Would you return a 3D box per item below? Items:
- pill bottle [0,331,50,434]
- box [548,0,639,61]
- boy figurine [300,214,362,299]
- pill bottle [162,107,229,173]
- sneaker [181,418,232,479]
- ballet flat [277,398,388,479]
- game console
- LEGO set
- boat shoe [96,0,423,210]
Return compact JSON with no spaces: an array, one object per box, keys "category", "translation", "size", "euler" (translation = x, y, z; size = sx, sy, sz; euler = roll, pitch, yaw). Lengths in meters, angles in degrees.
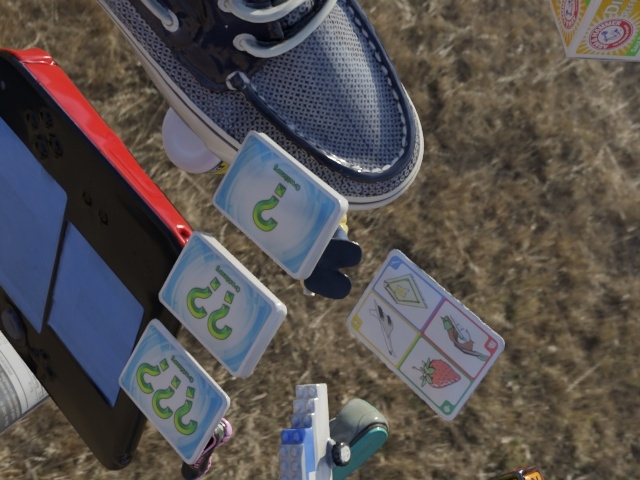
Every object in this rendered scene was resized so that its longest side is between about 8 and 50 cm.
[{"category":"pill bottle","translation":[-0.521,0.195,1.461],"size":[0.361,0.204,0.204],"euler":[-38,93,-38]},{"category":"box","translation":[0.284,-0.265,0.820],"size":[0.103,0.203,0.114],"euler":[0,56,-10]},{"category":"boy figurine","translation":[0.000,0.000,1.608],"size":[0.092,0.285,0.177],"euler":[15,104,-16]},{"category":"pill bottle","translation":[-0.118,-0.139,1.251],"size":[0.184,0.103,0.103],"euler":[-6,75,-60]},{"category":"sneaker","translation":[-0.189,0.331,1.475],"size":[0.047,0.057,0.119],"euler":[34,103,12]},{"category":"ballet flat","translation":[-0.008,0.275,1.109],"size":[0.213,0.068,0.072],"euler":[-47,140,-1]},{"category":"game console","translation":[-0.273,0.025,0.999],"size":[0.060,0.386,0.342],"euler":[-20,59,-38]},{"category":"LEGO set","translation":[-0.011,0.081,0.464],"size":[0.244,0.182,0.060],"euler":[42,20,30]},{"category":"boat shoe","translation":[-0.043,-0.143,0.497],"size":[0.340,0.158,0.127],"euler":[42,73,-19]}]
